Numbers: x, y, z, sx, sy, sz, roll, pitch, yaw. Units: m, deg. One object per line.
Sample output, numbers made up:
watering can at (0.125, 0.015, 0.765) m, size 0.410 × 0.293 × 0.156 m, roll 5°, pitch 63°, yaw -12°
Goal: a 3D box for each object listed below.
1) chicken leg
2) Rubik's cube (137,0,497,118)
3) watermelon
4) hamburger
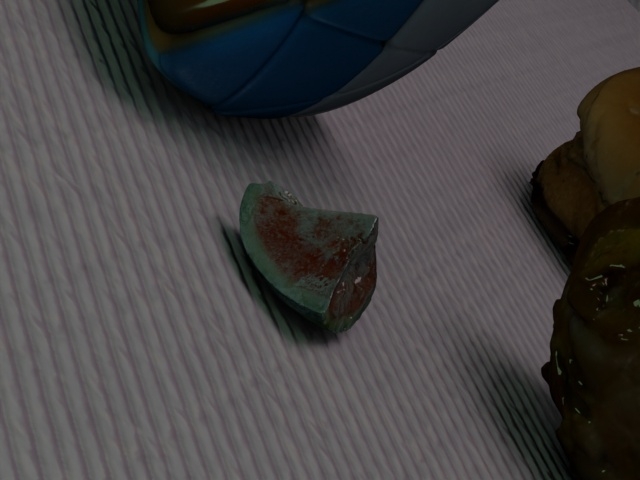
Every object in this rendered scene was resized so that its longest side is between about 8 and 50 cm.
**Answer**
chicken leg at (0.273, 0.155, 0.943) m, size 0.409 × 0.182 × 0.295 m, roll 58°, pitch -12°, yaw -7°
Rubik's cube at (-0.018, -0.172, 1.062) m, size 0.254 × 0.254 × 0.254 m, roll 39°, pitch 19°, yaw -16°
watermelon at (0.000, 0.000, 0.891) m, size 0.085 × 0.061 × 0.085 m, roll 45°, pitch 21°, yaw -23°
hamburger at (0.303, 0.009, 1.372) m, size 0.284 × 0.174 × 0.304 m, roll 5°, pitch 34°, yaw -45°
